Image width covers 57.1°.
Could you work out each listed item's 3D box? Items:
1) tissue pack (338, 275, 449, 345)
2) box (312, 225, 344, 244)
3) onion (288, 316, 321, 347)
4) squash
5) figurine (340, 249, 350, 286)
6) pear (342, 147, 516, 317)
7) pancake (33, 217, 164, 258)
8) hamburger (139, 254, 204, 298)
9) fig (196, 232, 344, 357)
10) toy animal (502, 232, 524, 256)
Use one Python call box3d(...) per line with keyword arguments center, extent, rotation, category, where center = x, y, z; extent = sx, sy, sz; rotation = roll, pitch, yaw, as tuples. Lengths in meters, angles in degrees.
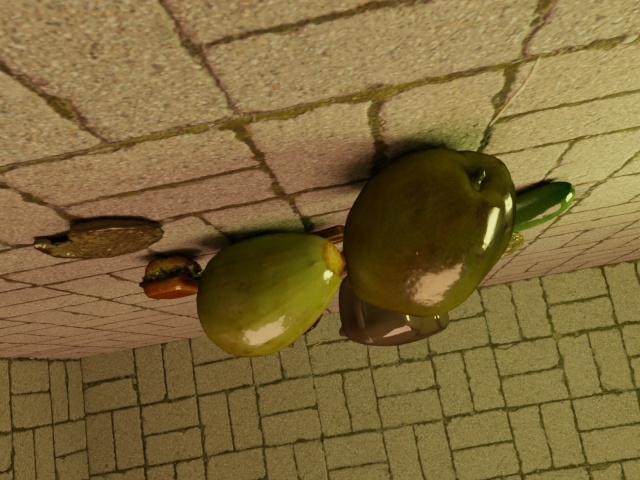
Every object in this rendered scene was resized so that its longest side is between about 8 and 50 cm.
box3d(center=(0.228, 0.210, 1.926), extent=(0.277, 0.267, 0.387), rotation=(-14, 168, 30), category="tissue pack")
box3d(center=(0.000, 0.000, 1.378), extent=(0.157, 0.022, 0.089), rotation=(-16, 165, 26), category="box")
box3d(center=(-0.109, 0.250, 1.969), extent=(0.252, 0.218, 0.252), rotation=(-2, 173, 0), category="onion")
box3d(center=(0.429, -0.058, 1.310), extent=(0.082, 0.082, 0.293), rotation=(2, 163, -42), category="squash")
box3d(center=(0.167, 0.018, 1.304), extent=(0.193, 0.154, 0.421), rotation=(-50, -176, -41), category="figurine")
box3d(center=(0.170, -0.013, 0.951), extent=(0.269, 0.269, 0.321), rotation=(-1, 147, -33), category="pear")
box3d(center=(-0.397, 0.003, 1.075), extent=(0.235, 0.029, 0.212), rotation=(-15, 167, 26), category="pancake")
box3d(center=(-0.328, 0.081, 1.345), extent=(0.137, 0.087, 0.166), rotation=(-12, 169, 8), category="hamburger")
box3d(center=(-0.100, 0.106, 1.265), extent=(0.327, 0.257, 0.258), rotation=(-26, 164, 12), category="fig")
box3d(center=(0.541, -0.001, 1.714), extent=(0.136, 0.073, 0.181), rotation=(-18, 155, 3), category="toy animal")
